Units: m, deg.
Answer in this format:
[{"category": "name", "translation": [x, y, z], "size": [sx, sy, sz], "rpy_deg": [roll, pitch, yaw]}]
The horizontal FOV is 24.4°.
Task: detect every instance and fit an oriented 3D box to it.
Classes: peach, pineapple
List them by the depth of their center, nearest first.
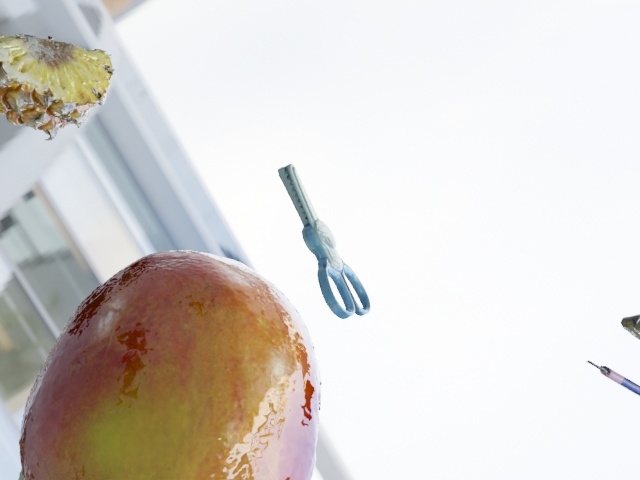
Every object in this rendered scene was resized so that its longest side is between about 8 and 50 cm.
[{"category": "peach", "translation": [-0.164, 0.183, 1.658], "size": [0.306, 0.242, 0.380], "rpy_deg": [-24, -131, 27]}, {"category": "pineapple", "translation": [-0.363, -0.197, 1.966], "size": [0.233, 0.135, 0.079], "rpy_deg": [2, 146, -48]}]

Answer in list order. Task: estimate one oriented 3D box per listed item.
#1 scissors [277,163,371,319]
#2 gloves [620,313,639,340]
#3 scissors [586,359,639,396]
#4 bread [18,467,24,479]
[{"category": "scissors", "translation": [0.000, 0.000, 2.223], "size": [0.030, 0.256, 0.125], "rpy_deg": [-30, 168, 23]}, {"category": "gloves", "translation": [0.553, 0.140, 1.926], "size": [0.331, 0.154, 0.141], "rpy_deg": [18, -136, 2]}, {"category": "scissors", "translation": [0.374, 0.174, 1.834], "size": [0.012, 0.113, 0.039], "rpy_deg": [-60, -161, 2]}, {"category": "bread", "translation": [-0.416, 0.495, 2.429], "size": [0.207, 0.286, 0.056], "rpy_deg": [-40, -174, 23]}]
